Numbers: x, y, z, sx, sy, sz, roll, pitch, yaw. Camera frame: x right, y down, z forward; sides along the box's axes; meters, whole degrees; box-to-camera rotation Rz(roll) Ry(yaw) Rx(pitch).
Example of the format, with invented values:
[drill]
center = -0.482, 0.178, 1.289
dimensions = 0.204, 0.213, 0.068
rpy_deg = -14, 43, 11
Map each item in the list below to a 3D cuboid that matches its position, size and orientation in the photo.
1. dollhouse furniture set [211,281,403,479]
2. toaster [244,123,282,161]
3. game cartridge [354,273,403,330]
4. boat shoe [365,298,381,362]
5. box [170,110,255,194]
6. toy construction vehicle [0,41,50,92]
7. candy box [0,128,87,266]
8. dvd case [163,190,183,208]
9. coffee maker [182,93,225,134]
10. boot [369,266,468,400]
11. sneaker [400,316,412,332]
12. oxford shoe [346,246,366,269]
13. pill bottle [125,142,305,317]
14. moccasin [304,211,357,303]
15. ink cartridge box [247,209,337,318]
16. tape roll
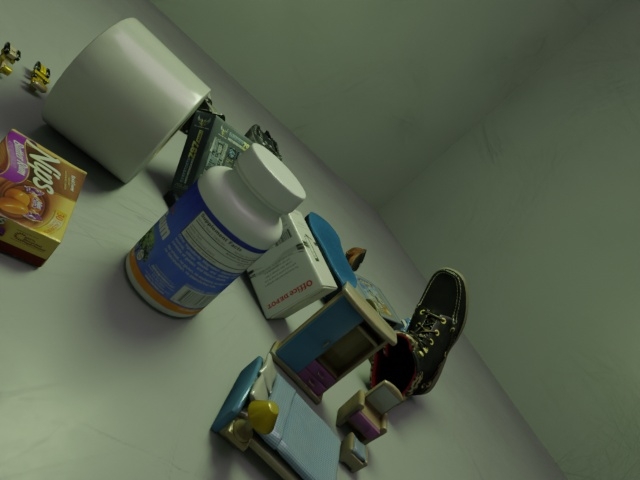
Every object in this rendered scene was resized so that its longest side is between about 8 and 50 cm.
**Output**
[dollhouse furniture set]
center = 0.036, 0.255, 0.633
dimensions = 0.286, 0.198, 0.303
rpy_deg = 47, 15, -4
[toaster]
center = -0.231, -0.304, 1.417
dimensions = 0.129, 0.146, 0.227
rpy_deg = 39, 18, -34
[game cartridge]
center = 0.173, 0.213, 1.430
dimensions = 0.297, 0.062, 0.198
rpy_deg = 29, 28, -51
[boat shoe]
center = 0.159, 0.275, 1.188
dimensions = 0.073, 0.080, 0.223
rpy_deg = 48, 19, -37
[box]
center = -0.236, -0.175, 0.959
dimensions = 0.059, 0.183, 0.233
rpy_deg = 19, 1, 17
[toy construction vehicle]
center = -0.554, -0.316, 0.756
dimensions = 0.098, 0.035, 0.086
rpy_deg = 61, 8, 32
[candy box]
center = -0.385, -0.061, 0.527
dimensions = 0.109, 0.053, 0.186
rpy_deg = 37, 19, -36
[dvd case]
center = -0.224, -0.013, 0.927
dimensions = 0.180, 0.022, 0.253
rpy_deg = 56, 16, 25
[coffee maker]
center = -0.404, -0.421, 1.275
dimensions = 0.171, 0.120, 0.178
rpy_deg = 27, 25, -53
[boot]
center = 0.263, 0.250, 1.060
dimensions = 0.138, 0.377, 0.284
rpy_deg = 24, 7, 32
[sneaker]
center = 0.333, 0.358, 1.526
dimensions = 0.053, 0.059, 0.144
rpy_deg = 77, 6, -46
[oxford shoe]
center = 0.138, 0.073, 1.701
dimensions = 0.076, 0.076, 0.212
rpy_deg = 20, 13, 11
[pill bottle]
center = -0.157, -0.018, 0.630
dimensions = 0.152, 0.272, 0.152
rpy_deg = 44, 14, -15
[moccasin]
center = -0.005, 0.046, 1.241
dimensions = 0.138, 0.117, 0.342
rpy_deg = 24, 30, -32
[ink cartridge box]
center = -0.077, 0.050, 0.882
dimensions = 0.086, 0.148, 0.203
rpy_deg = 21, 40, -64
[tape roll]
center = -0.346, -0.248, 0.744
dimensions = 0.169, 0.246, 0.246
rpy_deg = 42, 16, -22
